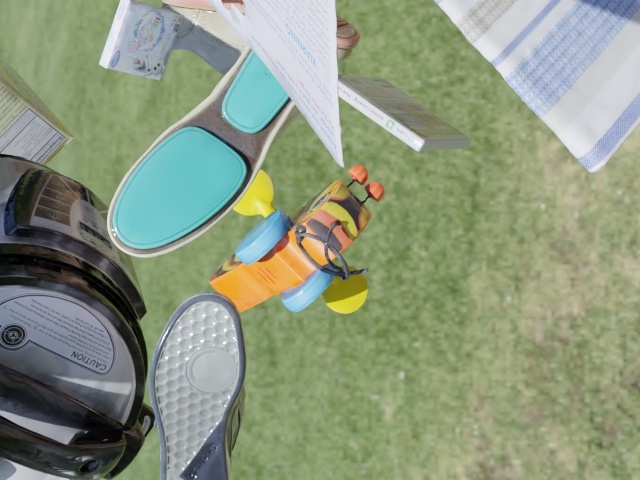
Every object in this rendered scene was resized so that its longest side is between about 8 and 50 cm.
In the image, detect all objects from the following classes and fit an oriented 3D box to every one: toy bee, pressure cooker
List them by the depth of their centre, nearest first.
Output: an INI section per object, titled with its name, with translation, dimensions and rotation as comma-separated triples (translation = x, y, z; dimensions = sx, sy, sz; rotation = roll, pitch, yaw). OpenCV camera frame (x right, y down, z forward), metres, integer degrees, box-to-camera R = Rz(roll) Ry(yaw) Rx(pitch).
[toy bee]
translation = 0.000, 0.000, 1.276
dimensions = 0.298, 0.162, 0.195
rotation = 8, 139, 48
[pressure cooker]
translation = -0.405, 0.128, 1.463
dimensions = 0.420, 0.370, 0.375
rotation = -121, 25, -56

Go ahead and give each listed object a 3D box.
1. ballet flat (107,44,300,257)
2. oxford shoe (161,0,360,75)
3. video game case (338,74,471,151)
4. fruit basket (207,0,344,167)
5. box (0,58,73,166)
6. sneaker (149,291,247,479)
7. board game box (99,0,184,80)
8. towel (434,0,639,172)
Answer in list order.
[ballet flat]
translation = -0.076, -0.082, 0.961
dimensions = 0.248, 0.086, 0.086
rotation = -47, 23, -4
[oxford shoe]
translation = -0.110, -0.353, 2.028
dimensions = 0.397, 0.140, 0.146
rotation = 20, 115, 29
[video game case]
translation = 0.125, -0.203, 1.855
dimensions = 0.193, 0.212, 0.023
rotation = 37, 110, 19
[fruit basket]
translation = -0.057, -0.262, 0.595
dimensions = 0.327, 0.165, 0.353
rotation = 54, 164, 40
[box]
translation = -0.524, -0.224, 1.743
dimensions = 0.117, 0.243, 0.213
rotation = -45, 54, 0
[sneaker]
translation = -0.111, 0.127, 1.094
dimensions = 0.163, 0.086, 0.226
rotation = -90, 7, -68
[board game box]
translation = -0.225, -0.254, 1.472
dimensions = 0.020, 0.090, 0.090
rotation = 33, 108, 38
[towel]
translation = 0.226, -0.224, 1.136
dimensions = 0.209, 0.285, 0.034
rotation = -48, 7, -27
